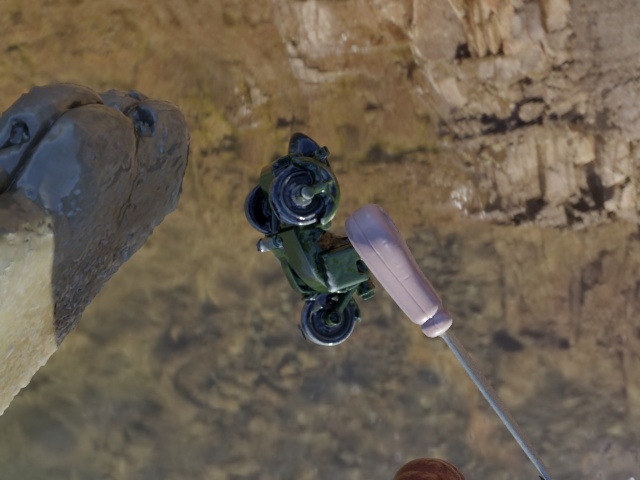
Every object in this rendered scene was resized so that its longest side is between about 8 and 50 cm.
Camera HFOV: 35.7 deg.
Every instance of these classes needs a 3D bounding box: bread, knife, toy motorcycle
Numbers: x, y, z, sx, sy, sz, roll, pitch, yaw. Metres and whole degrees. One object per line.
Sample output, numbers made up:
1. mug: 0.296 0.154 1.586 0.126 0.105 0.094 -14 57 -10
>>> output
1. bread: -0.208 -0.003 0.705 0.102 0.337 0.183 32 149 7
2. knife: 0.130 0.108 0.973 0.043 0.081 0.336 -34 95 10
3. toy motorcycle: 0.000 0.000 1.283 0.127 0.205 0.275 -30 95 -19

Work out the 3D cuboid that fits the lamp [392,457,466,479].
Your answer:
1. lamp: 0.151 0.410 1.474 0.140 0.182 0.182 5 122 23
